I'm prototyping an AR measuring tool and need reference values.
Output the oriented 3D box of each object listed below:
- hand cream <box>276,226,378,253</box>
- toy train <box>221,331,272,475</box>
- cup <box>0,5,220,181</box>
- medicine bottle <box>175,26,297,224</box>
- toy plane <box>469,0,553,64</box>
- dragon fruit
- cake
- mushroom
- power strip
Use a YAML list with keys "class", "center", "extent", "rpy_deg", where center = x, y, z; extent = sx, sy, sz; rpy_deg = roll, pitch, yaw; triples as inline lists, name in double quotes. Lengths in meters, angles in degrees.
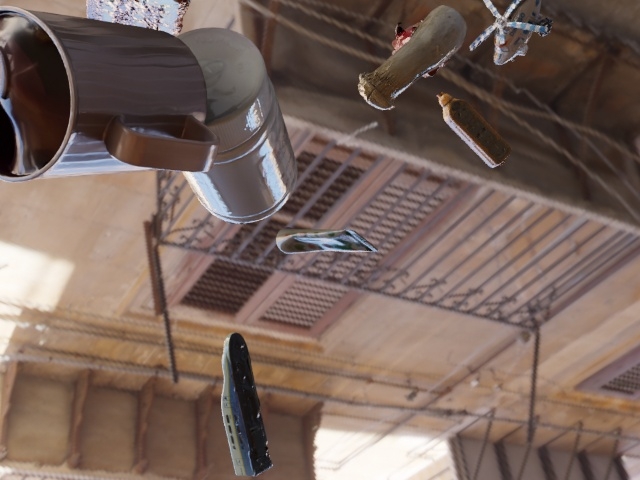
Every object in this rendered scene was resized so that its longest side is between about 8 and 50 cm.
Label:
- class: "hand cream"
  center: [0.000, 0.000, 1.157]
  extent: [0.057, 0.165, 0.037]
  rpy_deg: [36, -113, -37]
- class: "toy train"
  center: [-0.132, 0.266, 1.469]
  extent: [0.052, 0.051, 0.233]
  rpy_deg: [-16, -86, -55]
- class: "cup"
  center: [-0.279, -0.185, 1.146]
  extent: [0.273, 0.288, 0.208]
  rpy_deg: [-10, -81, -58]
- class: "medicine bottle"
  center: [-0.152, -0.176, 1.435]
  extent: [0.190, 0.332, 0.189]
  rpy_deg: [-3, -113, 6]
- class: "toy plane"
  center: [0.409, -0.476, 1.756]
  extent: [0.107, 0.273, 0.182]
  rpy_deg: [9, -169, -45]
- class: "dragon fruit"
  center: [0.229, -0.432, 2.021]
  extent: [0.133, 0.166, 0.136]
  rpy_deg: [-6, -89, -28]
- class: "cake"
  center: [-0.278, -0.359, 1.355]
  extent: [0.158, 0.262, 0.159]
  rpy_deg: [14, -134, -11]
- class: "mushroom"
  center: [0.154, -0.297, 1.472]
  extent: [0.223, 0.092, 0.081]
  rpy_deg: [-45, -68, -21]
- class: "power strip"
  center: [0.275, -0.204, 1.616]
  extent: [0.178, 0.028, 0.049]
  rpy_deg: [44, -100, -7]
